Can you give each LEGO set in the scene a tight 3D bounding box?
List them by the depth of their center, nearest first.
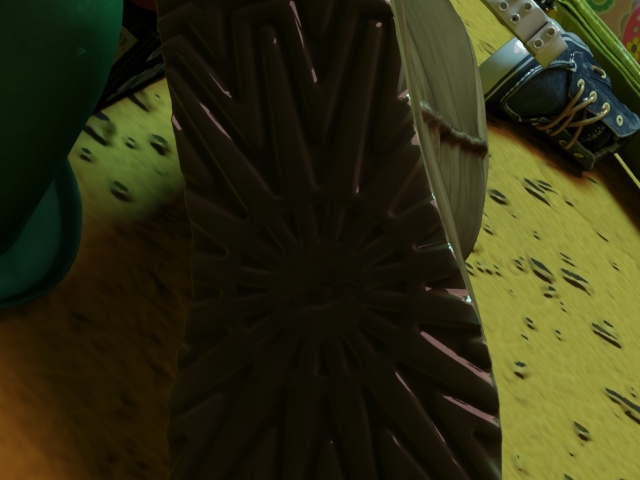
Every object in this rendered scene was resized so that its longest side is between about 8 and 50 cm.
[{"bbox_3d":[0.034,-0.164,0.903,0.227,0.087,0.093,47,7,-1],"label":"LEGO set"}]

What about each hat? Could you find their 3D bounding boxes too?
[{"bbox_3d":[-0.079,-0.094,0.463,0.173,0.183,0.208,15,39,-53],"label":"hat"}]

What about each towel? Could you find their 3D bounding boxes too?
[{"bbox_3d":[0.227,-0.059,1.118,0.237,0.021,0.102,56,-14,23],"label":"towel"}]

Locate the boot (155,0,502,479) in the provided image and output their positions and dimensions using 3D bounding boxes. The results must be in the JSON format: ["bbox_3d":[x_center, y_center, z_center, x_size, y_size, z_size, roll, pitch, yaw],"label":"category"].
[{"bbox_3d":[0.023,0.006,0.558,0.269,0.089,0.236,-4,92,-80],"label":"boot"}]

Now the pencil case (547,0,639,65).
[{"bbox_3d":[0.276,-0.112,1.227,0.124,0.124,0.284,20,36,-49],"label":"pencil case"}]

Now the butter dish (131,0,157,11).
[{"bbox_3d":[-0.049,-0.137,0.562,0.160,0.118,0.160,9,14,24],"label":"butter dish"}]

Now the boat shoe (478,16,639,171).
[{"bbox_3d":[0.154,-0.089,1.031,0.083,0.065,0.183,53,22,10],"label":"boat shoe"}]

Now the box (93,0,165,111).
[{"bbox_3d":[-0.103,-0.151,0.687,0.175,0.051,0.220,47,23,-1],"label":"box"}]

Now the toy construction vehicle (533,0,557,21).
[{"bbox_3d":[0.138,-0.192,1.222,0.086,0.035,0.098,44,17,21],"label":"toy construction vehicle"}]
